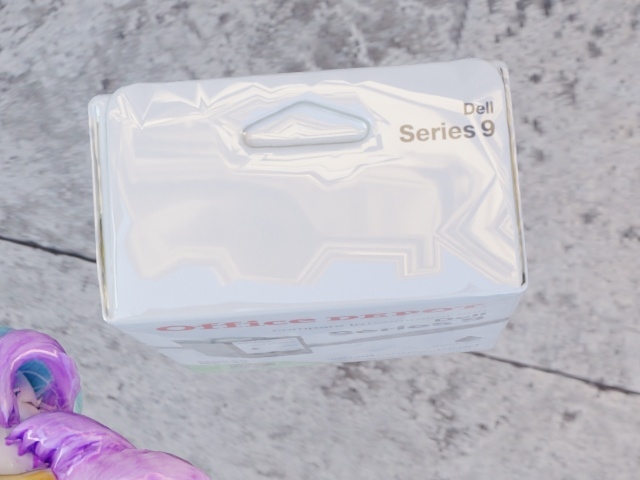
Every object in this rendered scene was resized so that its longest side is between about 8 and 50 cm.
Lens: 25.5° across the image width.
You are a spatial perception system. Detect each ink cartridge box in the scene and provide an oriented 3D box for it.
[{"bbox_3d":[0.000,0.000,0.811,0.211,0.289,0.122,-5,80,3],"label":"ink cartridge box"}]

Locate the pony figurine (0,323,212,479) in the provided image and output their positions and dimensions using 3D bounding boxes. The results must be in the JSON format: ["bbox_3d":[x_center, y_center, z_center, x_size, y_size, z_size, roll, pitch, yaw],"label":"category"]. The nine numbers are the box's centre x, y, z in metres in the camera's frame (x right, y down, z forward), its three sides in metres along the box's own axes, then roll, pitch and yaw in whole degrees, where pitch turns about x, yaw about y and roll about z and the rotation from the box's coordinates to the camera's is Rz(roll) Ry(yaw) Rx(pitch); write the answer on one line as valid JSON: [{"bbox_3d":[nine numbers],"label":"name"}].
[{"bbox_3d":[-0.022,0.195,0.433,0.351,0.303,0.364,-3,90,22],"label":"pony figurine"}]
